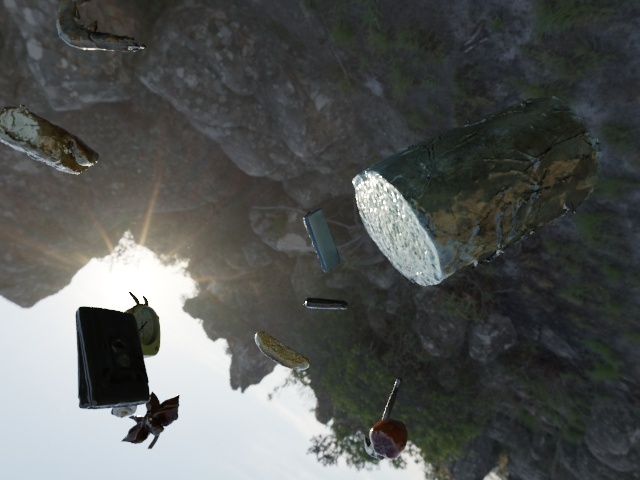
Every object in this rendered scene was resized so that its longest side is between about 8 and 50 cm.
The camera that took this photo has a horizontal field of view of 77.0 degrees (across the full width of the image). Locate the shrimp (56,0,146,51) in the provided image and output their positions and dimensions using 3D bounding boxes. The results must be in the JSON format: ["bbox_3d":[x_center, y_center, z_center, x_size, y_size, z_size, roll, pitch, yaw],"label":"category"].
[{"bbox_3d":[-0.532,-0.535,0.983,0.196,0.147,0.035,-1,173,-20],"label":"shrimp"}]

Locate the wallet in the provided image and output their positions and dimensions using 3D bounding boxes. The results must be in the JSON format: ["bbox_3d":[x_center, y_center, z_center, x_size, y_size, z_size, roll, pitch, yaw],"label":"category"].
[{"bbox_3d":[-0.490,0.269,0.952,0.169,0.052,0.245,26,-144,-56],"label":"wallet"}]

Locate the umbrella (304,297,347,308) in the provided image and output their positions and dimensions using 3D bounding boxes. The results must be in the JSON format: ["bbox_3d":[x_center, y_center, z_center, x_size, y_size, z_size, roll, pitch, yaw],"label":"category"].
[{"bbox_3d":[0.017,0.191,1.208,0.133,0.031,0.036,5,-157,-12],"label":"umbrella"}]

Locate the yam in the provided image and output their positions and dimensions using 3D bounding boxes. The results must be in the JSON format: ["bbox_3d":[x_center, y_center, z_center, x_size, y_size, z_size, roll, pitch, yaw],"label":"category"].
[{"bbox_3d":[0.253,-0.085,0.682,0.240,0.349,0.241,64,180,0],"label":"yam"}]

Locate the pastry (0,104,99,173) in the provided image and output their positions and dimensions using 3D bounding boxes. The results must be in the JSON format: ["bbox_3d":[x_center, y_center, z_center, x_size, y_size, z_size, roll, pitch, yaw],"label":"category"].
[{"bbox_3d":[-0.667,-0.239,0.976,0.229,0.100,0.218,31,172,-24],"label":"pastry"}]

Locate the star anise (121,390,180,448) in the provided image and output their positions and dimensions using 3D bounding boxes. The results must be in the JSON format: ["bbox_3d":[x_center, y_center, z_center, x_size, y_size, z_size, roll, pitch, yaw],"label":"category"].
[{"bbox_3d":[-0.554,0.599,1.348,0.111,0.213,0.196,43,-149,-26],"label":"star anise"}]

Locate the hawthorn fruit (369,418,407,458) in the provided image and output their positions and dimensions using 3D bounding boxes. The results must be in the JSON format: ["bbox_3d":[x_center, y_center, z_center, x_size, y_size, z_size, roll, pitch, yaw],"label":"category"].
[{"bbox_3d":[0.157,0.435,0.902,0.081,0.081,0.093,32,-151,23],"label":"hawthorn fruit"}]

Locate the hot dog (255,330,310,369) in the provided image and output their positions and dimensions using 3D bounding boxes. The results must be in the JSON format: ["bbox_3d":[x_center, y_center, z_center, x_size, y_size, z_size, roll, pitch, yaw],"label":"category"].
[{"bbox_3d":[-0.157,0.442,1.572,0.243,0.073,0.084,31,158,3],"label":"hot dog"}]

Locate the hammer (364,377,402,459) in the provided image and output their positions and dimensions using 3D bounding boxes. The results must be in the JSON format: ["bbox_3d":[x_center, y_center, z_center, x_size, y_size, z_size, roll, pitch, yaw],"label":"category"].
[{"bbox_3d":[0.204,0.550,1.267,0.029,0.246,0.103,32,157,-13],"label":"hammer"}]

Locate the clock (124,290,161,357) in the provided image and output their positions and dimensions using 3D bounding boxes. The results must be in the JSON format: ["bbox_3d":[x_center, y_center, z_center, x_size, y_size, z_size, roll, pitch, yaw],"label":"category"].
[{"bbox_3d":[-0.639,0.297,1.422,0.069,0.231,0.170,-11,161,12],"label":"clock"}]

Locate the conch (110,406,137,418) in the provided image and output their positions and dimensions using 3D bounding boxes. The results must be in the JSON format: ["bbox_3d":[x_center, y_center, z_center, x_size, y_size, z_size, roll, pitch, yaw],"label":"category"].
[{"bbox_3d":[-0.845,0.695,1.736,0.094,0.104,0.176,11,-154,-34],"label":"conch"}]

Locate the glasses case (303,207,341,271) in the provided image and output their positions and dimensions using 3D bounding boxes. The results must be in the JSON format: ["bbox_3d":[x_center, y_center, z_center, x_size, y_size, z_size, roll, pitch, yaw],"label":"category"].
[{"bbox_3d":[0.000,0.000,1.773,0.056,0.105,0.265,-2,115,47],"label":"glasses case"}]
